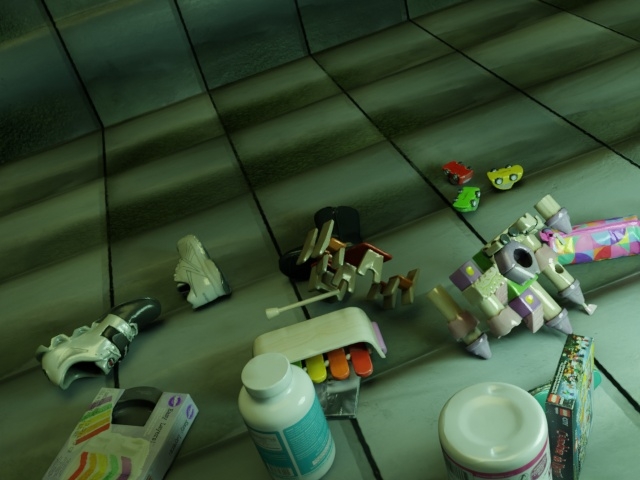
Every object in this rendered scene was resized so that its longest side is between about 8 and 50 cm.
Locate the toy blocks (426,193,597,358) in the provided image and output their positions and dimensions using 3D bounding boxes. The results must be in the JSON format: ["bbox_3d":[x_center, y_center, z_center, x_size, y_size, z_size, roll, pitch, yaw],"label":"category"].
[{"bbox_3d":[0.441,0.103,1.451,0.288,0.309,0.260,-33,79,-34],"label":"toy blocks"}]

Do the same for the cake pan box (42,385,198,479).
[{"bbox_3d":[-0.427,0.439,1.506,0.245,0.070,0.267,1,38,21],"label":"cake pan box"}]

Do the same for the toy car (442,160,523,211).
[{"bbox_3d":[0.434,-0.143,1.958,0.239,0.053,0.225,7,42,32],"label":"toy car"}]

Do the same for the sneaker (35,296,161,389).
[{"bbox_3d":[-0.538,0.270,1.763,0.330,0.122,0.146,-30,55,-20],"label":"sneaker"}]

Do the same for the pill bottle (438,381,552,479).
[{"bbox_3d":[0.285,0.375,1.100,0.160,0.283,0.160,-11,35,8],"label":"pill bottle"}]

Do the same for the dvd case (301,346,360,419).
[{"bbox_3d":[0.009,0.307,1.544,0.164,0.018,0.221,-7,36,15],"label":"dvd case"}]

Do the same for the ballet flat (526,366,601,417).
[{"bbox_3d":[0.454,0.297,1.346,0.188,0.070,0.070,-21,35,-9],"label":"ballet flat"}]

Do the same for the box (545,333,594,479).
[{"bbox_3d":[0.431,0.299,1.188,0.044,0.233,0.159,9,42,31],"label":"box"}]

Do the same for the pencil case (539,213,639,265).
[{"bbox_3d":[0.639,0.002,1.632,0.236,0.104,0.104,-10,35,9],"label":"pencil case"}]

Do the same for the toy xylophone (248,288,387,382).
[{"bbox_3d":[-0.017,0.228,1.577,0.322,0.081,0.236,-13,34,6],"label":"toy xylophone"}]

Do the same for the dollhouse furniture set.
[{"bbox_3d":[0.073,0.055,1.664,0.259,0.262,0.135,-28,39,58],"label":"dollhouse furniture set"}]

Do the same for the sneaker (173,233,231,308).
[{"bbox_3d":[-0.361,0.080,1.943,0.129,0.111,0.297,-32,36,-11],"label":"sneaker"}]

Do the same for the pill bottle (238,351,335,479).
[{"bbox_3d":[-0.068,0.337,1.319,0.146,0.264,0.146,-11,35,8],"label":"pill bottle"}]

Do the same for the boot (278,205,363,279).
[{"bbox_3d":[0.000,0.000,1.903,0.246,0.094,0.207,-10,38,-2],"label":"boot"}]
